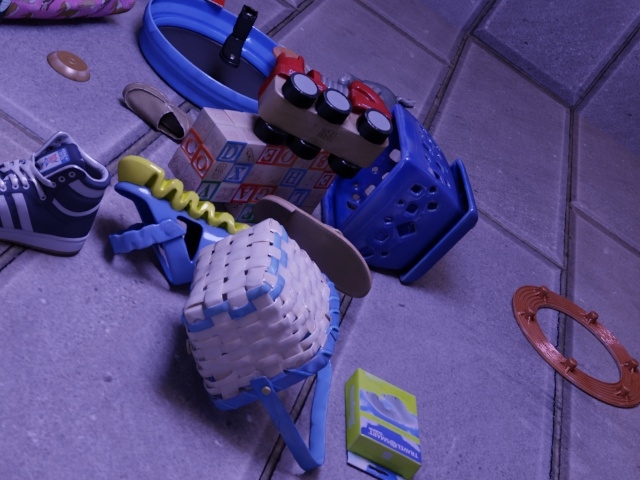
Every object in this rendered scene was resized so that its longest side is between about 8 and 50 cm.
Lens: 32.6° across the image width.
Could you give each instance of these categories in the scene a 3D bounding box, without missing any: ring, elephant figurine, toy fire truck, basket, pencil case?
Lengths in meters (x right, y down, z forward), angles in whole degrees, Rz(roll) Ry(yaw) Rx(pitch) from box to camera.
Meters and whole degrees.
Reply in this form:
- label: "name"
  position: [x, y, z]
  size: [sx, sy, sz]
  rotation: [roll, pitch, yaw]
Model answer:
- label: "ring"
  position: [0.538, 0.207, 2.256]
  size: [0.336, 0.032, 0.337]
  rotation: [27, 27, -15]
- label: "elephant figurine"
  position: [0.076, -0.249, 2.310]
  size: [0.169, 0.186, 0.239]
  rotation: [39, 21, -9]
- label: "toy fire truck"
  position: [-0.006, -0.238, 1.848]
  size: [0.217, 0.158, 0.246]
  rotation: [23, 40, -22]
- label: "basket"
  position: [-0.062, 0.137, 1.498]
  size: [0.289, 0.201, 0.255]
  rotation: [57, 17, -23]
- label: "pencil case"
  position: [-0.501, -0.494, 2.026]
  size: [0.160, 0.167, 0.386]
  rotation: [8, 13, 28]

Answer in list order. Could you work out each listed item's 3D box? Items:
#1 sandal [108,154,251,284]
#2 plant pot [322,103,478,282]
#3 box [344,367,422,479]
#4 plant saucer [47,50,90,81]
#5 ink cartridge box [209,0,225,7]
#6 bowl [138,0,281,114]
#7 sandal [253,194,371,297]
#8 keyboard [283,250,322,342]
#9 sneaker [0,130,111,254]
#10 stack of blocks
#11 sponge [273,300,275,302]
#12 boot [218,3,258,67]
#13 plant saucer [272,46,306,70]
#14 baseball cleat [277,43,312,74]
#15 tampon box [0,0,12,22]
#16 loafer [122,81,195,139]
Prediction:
- label: "sandal"
  position: [-0.187, 0.009, 1.622]
  size: [0.317, 0.138, 0.126]
  rotation: [31, -12, -14]
- label: "plant pot"
  position: [0.155, -0.074, 2.048]
  size: [0.212, 0.236, 0.236]
  rotation: [33, 25, -22]
- label: "box"
  position: [0.090, 0.273, 1.602]
  size: [0.109, 0.042, 0.178]
  rotation: [28, 27, -15]
- label: "plant saucer"
  position: [-0.446, -0.315, 1.951]
  size: [0.083, 0.015, 0.083]
  rotation: [28, 28, -16]
- label: "ink cartridge box"
  position: [-0.314, -0.614, 2.460]
  size: [0.238, 0.060, 0.275]
  rotation: [22, 17, -11]
- label: "bowl"
  position: [-0.198, -0.366, 2.262]
  size: [0.391, 0.077, 0.391]
  rotation: [28, 27, -16]
- label: "sandal"
  position: [0.003, -0.005, 1.830]
  size: [0.240, 0.088, 0.079]
  rotation: [36, 31, 9]
- label: "keyboard"
  position: [-0.032, 0.089, 1.728]
  size: [0.108, 0.023, 0.180]
  rotation: [18, 47, -36]
- label: "sneaker"
  position: [-0.412, -0.075, 1.444]
  size: [0.282, 0.153, 0.099]
  rotation: [11, 35, -41]
- label: "stack of blocks"
  position: [-0.108, -0.121, 1.862]
  size: [0.297, 0.171, 0.087]
  rotation: [2, 42, -47]
- label: "sponge"
  position: [-0.073, 0.043, 1.795]
  size: [0.117, 0.031, 0.210]
  rotation: [46, 27, 16]
- label: "boot"
  position: [-0.160, -0.408, 2.178]
  size: [0.045, 0.099, 0.121]
  rotation: [26, 28, -17]
- label: "plant saucer"
  position: [-0.066, -0.393, 2.362]
  size: [0.083, 0.013, 0.083]
  rotation: [27, 28, -16]
- label: "baseball cleat"
  position: [-0.041, -0.367, 2.460]
  size: [0.109, 0.072, 0.206]
  rotation: [16, 36, -47]
- label: "tampon box"
  position: [-0.567, -0.340, 1.684]
  size: [0.101, 0.161, 0.120]
  rotation: [37, 27, 1]
- label: "loafer"
  position: [-0.288, -0.230, 1.956]
  size: [0.148, 0.056, 0.050]
  rotation: [30, 21, -11]
